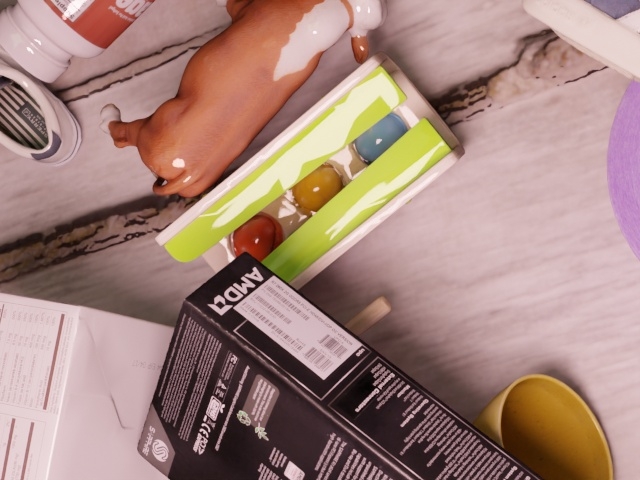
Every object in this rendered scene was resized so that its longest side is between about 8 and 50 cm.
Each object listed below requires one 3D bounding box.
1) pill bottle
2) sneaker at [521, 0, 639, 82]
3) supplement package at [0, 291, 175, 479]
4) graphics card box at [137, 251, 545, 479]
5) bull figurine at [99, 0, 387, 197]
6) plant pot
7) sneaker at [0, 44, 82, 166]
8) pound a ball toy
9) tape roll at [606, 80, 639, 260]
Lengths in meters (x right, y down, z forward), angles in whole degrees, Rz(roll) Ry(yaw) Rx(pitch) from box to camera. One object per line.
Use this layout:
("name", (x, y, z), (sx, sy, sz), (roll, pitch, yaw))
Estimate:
("pill bottle", (-0.243, -0.273, 1.506), (0.216, 0.121, 0.121), (-43, 66, 12))
("sneaker", (0.327, -0.164, 1.114), (0.350, 0.131, 0.148), (38, 101, 26))
("supplement package", (-0.230, 0.167, 1.333), (0.145, 0.262, 0.204), (7, 83, 26))
("graphics card box", (0.023, 0.206, 1.202), (0.371, 0.094, 0.233), (35, 137, 14))
("bull figurine", (-0.073, -0.168, 1.381), (0.310, 0.101, 0.188), (-46, 33, -15))
("plant pot", (0.173, 0.195, 1.229), (0.095, 0.134, 0.134), (-35, 65, 44))
("sneaker", (-0.359, -0.181, 1.509), (0.258, 0.091, 0.094), (39, 90, 2))
("pound a ball toy", (0.000, 0.000, 1.353), (0.319, 0.136, 0.208), (-40, 92, 13))
("tape roll", (0.385, -0.061, 1.191), (0.274, 0.090, 0.275), (-5, 77, 23))
